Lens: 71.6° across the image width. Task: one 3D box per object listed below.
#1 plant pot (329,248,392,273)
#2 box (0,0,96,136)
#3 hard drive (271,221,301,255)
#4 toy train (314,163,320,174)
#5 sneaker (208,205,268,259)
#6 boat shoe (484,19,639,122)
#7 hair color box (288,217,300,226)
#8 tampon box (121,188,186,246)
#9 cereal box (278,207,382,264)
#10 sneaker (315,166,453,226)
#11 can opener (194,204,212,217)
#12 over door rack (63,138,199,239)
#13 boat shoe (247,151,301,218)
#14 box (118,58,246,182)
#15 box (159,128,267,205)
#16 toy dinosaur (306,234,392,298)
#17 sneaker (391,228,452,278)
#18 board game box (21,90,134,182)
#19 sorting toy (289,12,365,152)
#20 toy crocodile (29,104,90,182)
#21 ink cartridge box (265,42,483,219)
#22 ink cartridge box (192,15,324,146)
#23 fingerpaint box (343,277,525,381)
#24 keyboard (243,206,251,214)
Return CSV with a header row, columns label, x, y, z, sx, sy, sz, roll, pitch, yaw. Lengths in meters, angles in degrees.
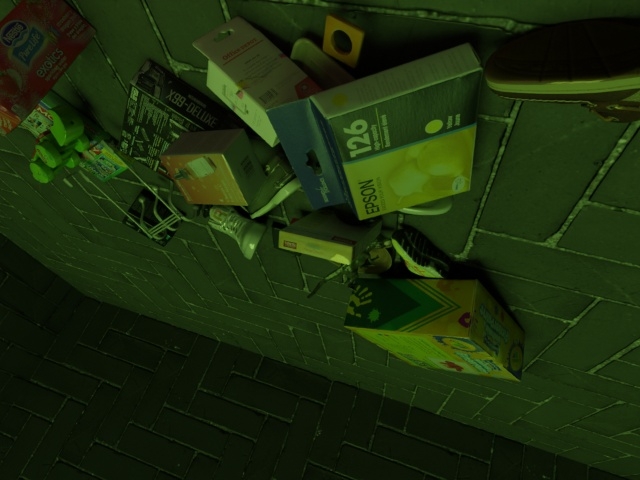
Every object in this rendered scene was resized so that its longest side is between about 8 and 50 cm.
label,x,y,z,sx,sy,sz,roll,pitch,yaw
plant pot,0.091,0.021,1.260,0.236,0.033,0.236,17,153,9
box,-0.568,-0.343,0.846,0.128,0.257,0.122,-5,144,41
hard drive,-0.102,-0.003,1.368,0.094,0.022,0.135,19,152,7
toy train,0.000,-0.132,1.059,0.036,0.027,0.158,16,152,4
sneaker,-0.242,-0.035,1.243,0.169,0.108,0.292,31,176,-11
boat shoe,0.390,-0.198,0.565,0.341,0.124,0.123,2,146,22
hair color box,0.000,0.000,1.197,0.167,0.054,0.093,15,152,16
tampon box,-0.557,-0.074,1.485,0.161,0.102,0.120,34,150,-20
cereal box,0.031,-0.019,1.041,0.172,0.240,0.048,13,112,20
sneaker,0.141,-0.088,0.966,0.295,0.105,0.147,13,156,23
can opener,-0.358,-0.103,1.340,0.059,0.073,0.186,22,163,-17
over door rack,-0.533,-0.147,1.280,0.324,0.108,0.239,38,143,-27
boat shoe,-0.124,-0.129,1.079,0.091,0.109,0.305,54,155,-7
box,-0.339,-0.243,1.054,0.242,0.077,0.307,31,152,-16
box,-0.222,-0.151,0.929,0.170,0.091,0.130,3,136,28
toy dinosaur,0.087,0.077,1.181,0.268,0.064,0.118,-40,145,12
sneaker,0.243,0.044,1.140,0.208,0.082,0.094,37,151,-27
board game box,-0.704,-0.300,1.252,0.213,0.046,0.317,-9,140,46
sorting toy,0.024,-0.244,0.792,0.196,0.047,0.348,39,153,1
toy crocodile,-0.715,-0.243,1.191,0.340,0.115,0.105,-19,113,49
ink cartridge box,0.103,-0.145,0.747,0.306,0.072,0.304,-18,151,6
ink cartridge box,-0.108,-0.269,0.744,0.198,0.115,0.067,44,153,3
fingerpaint box,0.350,0.261,1.313,0.370,0.163,0.444,-3,151,40
keyboard,-0.226,-0.110,1.160,0.072,0.014,0.256,46,177,11
